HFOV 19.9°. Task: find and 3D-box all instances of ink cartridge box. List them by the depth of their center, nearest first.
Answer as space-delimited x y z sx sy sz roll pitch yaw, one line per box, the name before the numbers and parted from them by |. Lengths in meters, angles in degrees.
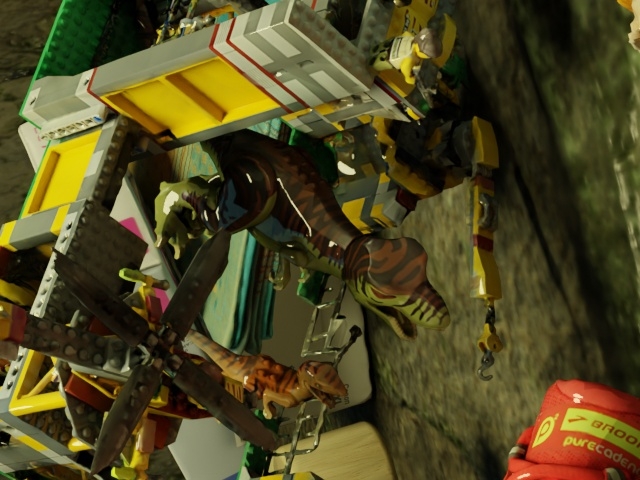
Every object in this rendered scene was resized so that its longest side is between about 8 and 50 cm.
ink cartridge box | -0.115 0.067 1.298 0.311 0.065 0.186 72 172 -46
ink cartridge box | -0.050 0.004 1.398 0.237 0.100 0.172 -119 16 -50

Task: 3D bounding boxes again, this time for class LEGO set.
LEGO set | 0.000 0.000 0.742 0.192 0.331 0.255 -13 133 43

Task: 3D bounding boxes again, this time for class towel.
towel | -0.077 -0.128 1.243 0.370 0.040 0.271 -123 41 -54

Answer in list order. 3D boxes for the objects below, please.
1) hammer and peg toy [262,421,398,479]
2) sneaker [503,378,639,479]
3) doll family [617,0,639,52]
hammer and peg toy | 0.063 0.259 1.120 0.266 0.127 0.361 -138 33 -75
sneaker | 0.065 0.101 0.553 0.107 0.279 0.118 13 100 34
doll family | 0.079 -0.144 0.506 0.263 0.118 0.163 41 144 39
